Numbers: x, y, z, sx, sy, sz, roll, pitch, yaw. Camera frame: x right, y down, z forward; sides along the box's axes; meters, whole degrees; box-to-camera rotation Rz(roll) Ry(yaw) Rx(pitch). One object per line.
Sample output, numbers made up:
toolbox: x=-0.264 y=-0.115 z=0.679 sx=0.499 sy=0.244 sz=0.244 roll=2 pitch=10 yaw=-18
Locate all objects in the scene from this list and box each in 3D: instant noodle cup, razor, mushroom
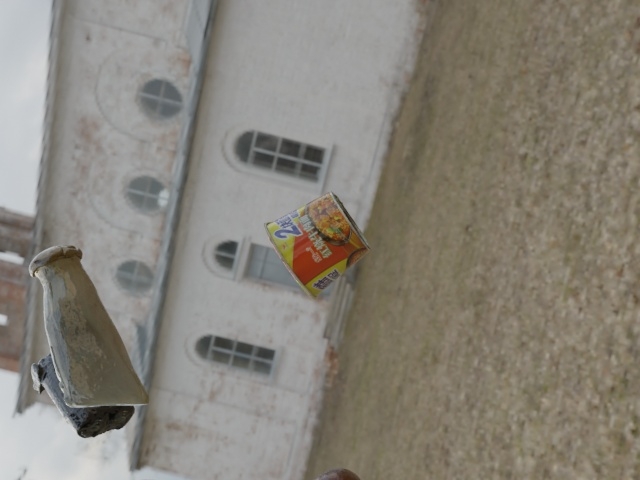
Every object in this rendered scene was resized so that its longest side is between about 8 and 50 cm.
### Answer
instant noodle cup: x=0.000 y=0.000 z=2.049 sx=0.174 sy=0.213 sz=0.213 roll=-35 pitch=6 yaw=5
razor: x=-0.670 y=0.419 z=2.553 sx=0.189 sy=0.327 sz=0.107 roll=-15 pitch=-56 yaw=-39
mushroom: x=-0.519 y=0.203 z=1.977 sx=0.407 sy=0.154 sz=0.137 roll=62 pitch=177 yaw=15

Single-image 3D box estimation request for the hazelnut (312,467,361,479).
hazelnut: x=0.026 y=0.648 z=2.171 sx=0.212 sy=0.181 sz=0.181 roll=-49 pitch=-18 yaw=0
